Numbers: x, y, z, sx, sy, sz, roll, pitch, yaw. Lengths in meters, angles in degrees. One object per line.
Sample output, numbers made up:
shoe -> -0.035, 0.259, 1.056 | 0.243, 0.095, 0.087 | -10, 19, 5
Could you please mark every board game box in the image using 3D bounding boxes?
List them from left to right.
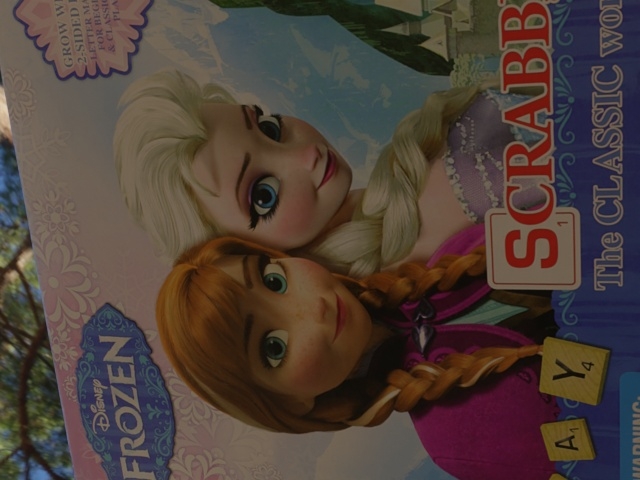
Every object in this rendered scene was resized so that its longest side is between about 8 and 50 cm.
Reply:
board game box -> 0.013, -0.006, 0.467 | 0.318, 0.066, 0.318 | 0, -73, 18
